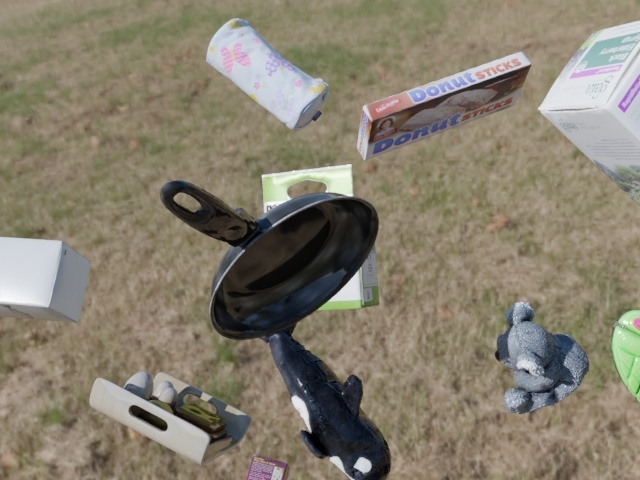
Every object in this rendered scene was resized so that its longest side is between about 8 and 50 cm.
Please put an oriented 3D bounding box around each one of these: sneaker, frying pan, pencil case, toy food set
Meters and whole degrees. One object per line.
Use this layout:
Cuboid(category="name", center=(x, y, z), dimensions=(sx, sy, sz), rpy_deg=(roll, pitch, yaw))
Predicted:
Cuboid(category="sneaker", center=(0.785, 0.299, 1.698), dimensions=(0.185, 0.483, 0.202), rpy_deg=(-51, 25, 7))
Cuboid(category="frying pan", center=(-0.069, 0.021, 0.711), dimensions=(0.326, 0.197, 0.053), rpy_deg=(3, 41, -51))
Cuboid(category="pencil case", center=(-0.113, -0.355, 1.643), dimensions=(0.273, 0.124, 0.113), rpy_deg=(38, 12, 6))
Cuboid(category="toy food set", center=(-0.255, 0.299, 1.388), dimensions=(0.220, 0.092, 0.306), rpy_deg=(24, -2, 11))

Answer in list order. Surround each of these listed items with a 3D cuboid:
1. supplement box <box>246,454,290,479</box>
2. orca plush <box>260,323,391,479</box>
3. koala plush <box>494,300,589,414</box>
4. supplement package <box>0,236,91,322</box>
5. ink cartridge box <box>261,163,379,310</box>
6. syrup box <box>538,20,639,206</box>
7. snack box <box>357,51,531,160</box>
Cuboid(category="supplement box", center=(-0.082, 0.366, 1.128), dimensions=(0.055, 0.043, 0.083), rpy_deg=(11, 64, 11))
Cuboid(category="orca plush", center=(0.028, 0.217, 1.125), dimensions=(0.151, 0.102, 0.287), rpy_deg=(10, 44, -49))
Cuboid(category="koala plush", center=(0.468, 0.247, 1.689), dimensions=(0.203, 0.221, 0.196), rpy_deg=(-17, 48, 24))
Cuboid(category="supplement package", center=(-0.462, 0.059, 1.173), dimensions=(0.179, 0.105, 0.105), rpy_deg=(3, 70, 10))
Cuboid(category="ink cartridge box", center=(0.000, 0.000, 1.411), dimensions=(0.189, 0.255, 0.097), rpy_deg=(-4, -3, 24))
Cuboid(category="syrup box", center=(0.312, -0.076, 0.654), dimensions=(0.096, 0.237, 0.093), rpy_deg=(-53, 17, -5))
Cuboid(category="snack box", center=(0.121, -0.132, 0.754), dimensions=(0.178, 0.064, 0.022), rpy_deg=(-21, 64, -15))
